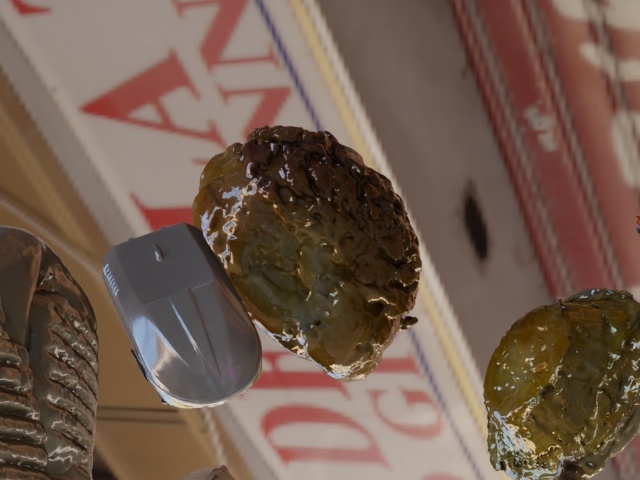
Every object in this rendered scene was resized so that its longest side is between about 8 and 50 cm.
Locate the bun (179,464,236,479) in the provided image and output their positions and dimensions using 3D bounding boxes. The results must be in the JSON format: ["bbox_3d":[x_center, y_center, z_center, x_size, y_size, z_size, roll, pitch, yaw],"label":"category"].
[{"bbox_3d":[-0.123,0.439,1.872,0.164,0.299,0.299,-31,-55,-11],"label":"bun"}]

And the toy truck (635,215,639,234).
[{"bbox_3d":[0.487,-0.021,2.066,0.024,0.083,0.032,-112,23,-73],"label":"toy truck"}]

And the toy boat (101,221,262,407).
[{"bbox_3d":[-0.149,0.100,1.620,0.141,0.140,0.269,43,-165,-52],"label":"toy boat"}]

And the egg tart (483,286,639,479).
[{"bbox_3d":[0.290,0.170,1.813,0.116,0.294,0.295,29,-120,-26],"label":"egg tart"}]

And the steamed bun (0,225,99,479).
[{"bbox_3d":[-0.310,0.170,1.032,0.342,0.255,0.368,49,-145,-73],"label":"steamed bun"}]

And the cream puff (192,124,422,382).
[{"bbox_3d":[0.000,0.000,1.870,0.327,0.231,0.343,37,-166,-53],"label":"cream puff"}]
